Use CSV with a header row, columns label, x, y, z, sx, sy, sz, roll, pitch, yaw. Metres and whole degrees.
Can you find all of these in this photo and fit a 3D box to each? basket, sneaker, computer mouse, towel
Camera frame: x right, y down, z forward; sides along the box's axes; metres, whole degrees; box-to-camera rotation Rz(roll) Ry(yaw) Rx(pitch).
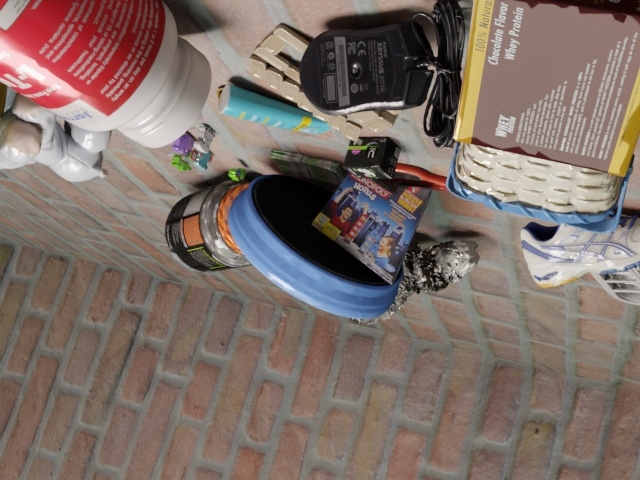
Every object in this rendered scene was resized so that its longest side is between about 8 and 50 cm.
label,x,y,z,sx,sy,sz,roll,pitch,yaw
basket,0.305,-0.114,1.199,0.254,0.201,0.289,14,150,11
sneaker,0.493,-0.010,1.579,0.296,0.112,0.131,-21,99,36
computer mouse,0.090,-0.226,1.203,0.272,0.189,0.072,9,-164,39
towel,-0.022,-0.145,1.826,0.151,0.023,0.113,12,164,18

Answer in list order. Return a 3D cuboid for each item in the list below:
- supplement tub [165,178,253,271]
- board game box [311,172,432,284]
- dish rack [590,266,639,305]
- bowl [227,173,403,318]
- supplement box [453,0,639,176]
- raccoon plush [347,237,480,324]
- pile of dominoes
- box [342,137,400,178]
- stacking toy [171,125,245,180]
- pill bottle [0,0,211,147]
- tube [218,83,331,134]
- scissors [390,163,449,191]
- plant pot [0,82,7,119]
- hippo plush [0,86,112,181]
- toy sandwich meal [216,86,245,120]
label,x,y,z,sx,sy,sz,roll,pitch,yaw
supplement tub,-0.224,-0.034,2.096,0.207,0.207,0.338,24,164,-26
board game box,0.118,-0.048,1.700,0.194,0.194,0.060,37,178,8
dish rack,0.702,0.064,1.693,0.332,0.072,0.285,6,161,37
bowl,0.000,0.000,1.802,0.391,0.077,0.391,27,-155,-14
supplement box,0.262,-0.200,0.957,0.194,0.129,0.191,13,134,13
raccoon plush,0.114,0.000,2.039,0.299,0.216,0.446,37,132,-23
pile of dominoes,0.008,-0.256,1.411,0.251,0.040,0.196,31,162,-19
box,0.093,-0.150,1.603,0.083,0.062,0.052,5,162,37
stacking toy,-0.273,-0.194,1.887,0.166,0.052,0.221,12,166,25
pill bottle,-0.353,-0.297,1.236,0.229,0.229,0.407,4,160,41
tube,-0.077,-0.224,1.560,0.207,0.052,0.080,13,174,-25
scissors,0.251,-0.105,1.671,0.297,0.021,0.109,11,162,28
plant pot,-0.701,-0.309,1.595,0.238,0.254,0.254,4,168,-12
hippo plush,-0.531,-0.194,1.768,0.236,0.294,0.234,17,-171,-34
toy sandwich meal,-0.154,-0.247,1.586,0.085,0.029,0.085,16,165,4
